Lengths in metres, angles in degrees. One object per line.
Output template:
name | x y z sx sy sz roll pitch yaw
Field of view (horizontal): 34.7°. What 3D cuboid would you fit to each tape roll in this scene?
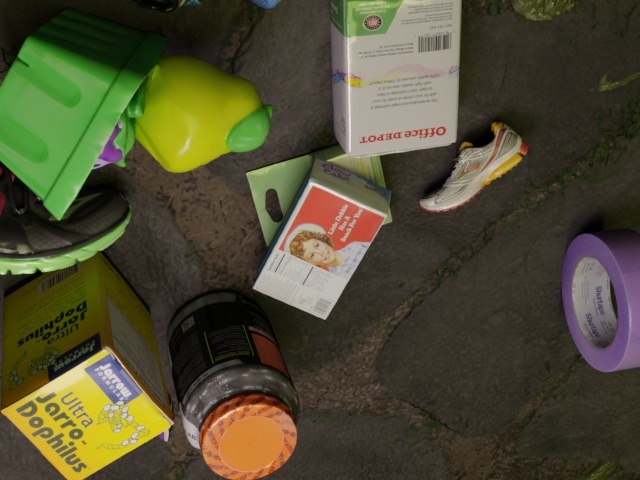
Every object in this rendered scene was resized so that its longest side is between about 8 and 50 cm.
tape roll | 0.576 0.117 2.015 0.090 0.275 0.274 -7 120 -13

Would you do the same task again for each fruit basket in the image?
fruit basket | -0.279 -0.183 1.547 0.392 0.392 0.283 26 108 -27

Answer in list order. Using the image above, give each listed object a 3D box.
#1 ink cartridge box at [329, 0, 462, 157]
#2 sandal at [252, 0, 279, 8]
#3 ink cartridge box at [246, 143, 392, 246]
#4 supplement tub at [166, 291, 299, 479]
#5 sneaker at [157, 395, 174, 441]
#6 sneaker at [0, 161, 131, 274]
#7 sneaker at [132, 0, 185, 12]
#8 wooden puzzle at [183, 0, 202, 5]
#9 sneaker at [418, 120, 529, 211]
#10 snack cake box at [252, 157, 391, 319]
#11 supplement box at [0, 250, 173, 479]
ink cartridge box | 0.125 -0.299 1.746 0.202 0.117 0.278 -9 120 -11
sandal | -0.200 -0.438 1.554 0.317 0.126 0.138 29 77 -20
ink cartridge box | 0.001 -0.079 1.871 0.235 0.056 0.171 -19 122 -8
supplement tub | -0.158 0.258 1.843 0.207 0.338 0.207 -7 119 -12
sneaker | -0.334 0.318 1.998 0.071 0.068 0.169 -14 114 9
sneaker | -0.537 -0.060 1.648 0.483 0.185 0.202 -1 108 -26
sneaker | -0.285 -0.405 1.586 0.170 0.074 0.063 27 116 -20
wooden puzzle | -0.233 -0.427 1.634 0.079 0.014 0.116 -14 121 -3
sneaker | 0.273 -0.136 1.912 0.225 0.088 0.092 -39 101 7
snack cake box | 0.000 0.000 1.840 0.152 0.089 0.264 25 123 -8
supplement box | -0.399 0.193 1.726 0.195 0.356 0.194 -31 121 2
